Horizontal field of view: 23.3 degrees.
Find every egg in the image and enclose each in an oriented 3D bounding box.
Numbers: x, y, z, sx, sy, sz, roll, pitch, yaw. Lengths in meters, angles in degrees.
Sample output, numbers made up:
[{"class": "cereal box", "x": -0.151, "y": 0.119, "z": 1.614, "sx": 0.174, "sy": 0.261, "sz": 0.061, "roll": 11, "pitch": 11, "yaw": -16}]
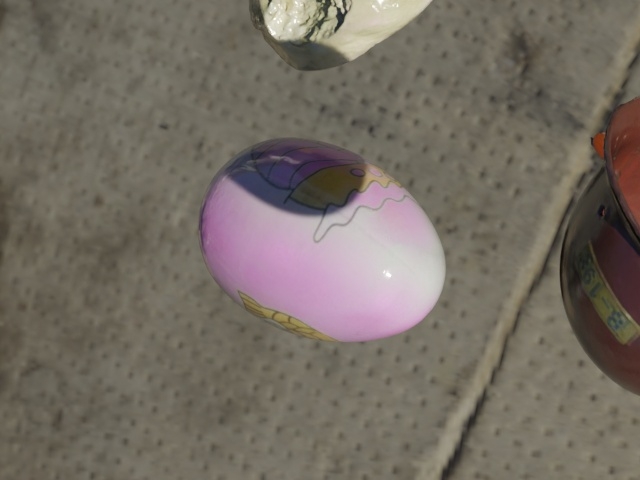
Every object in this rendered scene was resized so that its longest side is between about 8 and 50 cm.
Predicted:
[{"class": "egg", "x": 0.000, "y": 0.000, "z": 1.521, "sx": 0.271, "sy": 0.196, "sz": 0.196, "roll": 14, "pitch": 88, "yaw": 49}]

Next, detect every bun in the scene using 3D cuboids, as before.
[{"class": "bun", "x": 0.022, "y": -0.259, "z": 1.454, "sx": 0.210, "sy": 0.116, "sz": 0.237, "roll": -36, "pitch": 23, "yaw": 9}]

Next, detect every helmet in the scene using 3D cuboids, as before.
[{"class": "helmet", "x": 0.183, "y": 0.018, "z": 0.841, "sx": 0.106, "sy": 0.155, "sz": 0.175, "roll": -40, "pitch": 71, "yaw": 39}]

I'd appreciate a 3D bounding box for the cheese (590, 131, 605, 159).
[{"class": "cheese", "x": 0.440, "y": -0.149, "z": 2.027, "sx": 0.106, "sy": 0.037, "sz": 0.256, "roll": 49, "pitch": 151, "yaw": 1}]
